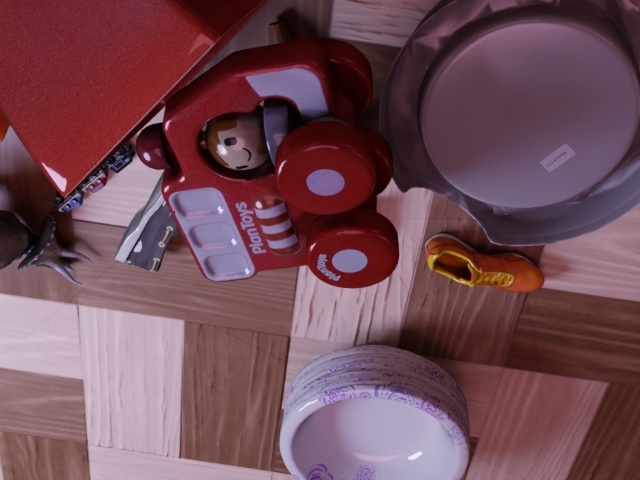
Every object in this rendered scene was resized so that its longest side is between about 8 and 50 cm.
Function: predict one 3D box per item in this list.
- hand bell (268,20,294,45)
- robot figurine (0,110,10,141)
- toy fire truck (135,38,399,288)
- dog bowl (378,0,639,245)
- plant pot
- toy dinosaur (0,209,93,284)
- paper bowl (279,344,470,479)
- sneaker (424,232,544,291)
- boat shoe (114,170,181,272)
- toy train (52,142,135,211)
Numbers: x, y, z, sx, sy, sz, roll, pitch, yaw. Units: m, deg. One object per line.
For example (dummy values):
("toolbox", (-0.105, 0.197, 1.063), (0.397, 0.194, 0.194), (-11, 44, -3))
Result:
("hand bell", (-0.024, -0.151, 1.090), (0.126, 0.126, 0.242), (-8, 113, 12))
("robot figurine", (-0.480, -0.200, 1.074), (0.158, 0.128, 0.219), (-13, 128, 41))
("toy fire truck", (-0.056, -0.069, 0.943), (0.254, 0.169, 0.302), (-9, 138, 10))
("dog bowl", (0.243, -0.160, 1.037), (0.349, 0.102, 0.348), (3, 127, 4))
("plant pot", (-0.229, -0.254, 0.939), (0.236, 0.267, 0.267), (45, 119, -11))
("toy dinosaur", (-0.468, 0.005, 1.178), (0.160, 0.313, 0.121), (13, 103, 24))
("paper bowl", (0.085, 0.274, 1.349), (0.284, 0.148, 0.284), (3, 127, 4))
("sneaker", (0.226, 0.045, 1.213), (0.175, 0.067, 0.064), (14, 125, -6))
("boat shoe", (-0.206, -0.038, 1.195), (0.069, 0.081, 0.228), (28, 132, -17))
("toy train", (-0.310, -0.085, 1.202), (0.158, 0.027, 0.036), (-32, 128, 26))
